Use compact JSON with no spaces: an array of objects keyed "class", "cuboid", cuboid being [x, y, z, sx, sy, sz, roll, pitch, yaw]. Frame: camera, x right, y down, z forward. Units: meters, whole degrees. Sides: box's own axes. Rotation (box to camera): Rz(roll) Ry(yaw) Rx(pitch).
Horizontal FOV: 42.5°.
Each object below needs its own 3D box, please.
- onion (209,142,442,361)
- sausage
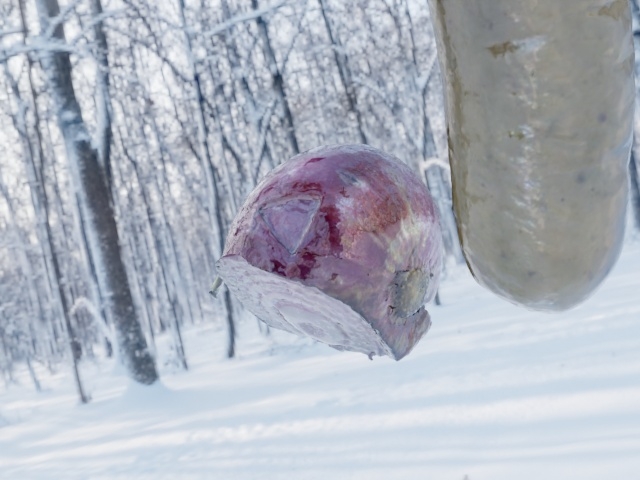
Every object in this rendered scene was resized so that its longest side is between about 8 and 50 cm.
[{"class":"onion","cuboid":[0.027,-0.001,0.965,0.272,0.230,0.256,29,-20,14]},{"class":"sausage","cuboid":[0.110,-0.177,0.492,0.136,0.501,0.123,-22,26,-12]}]
